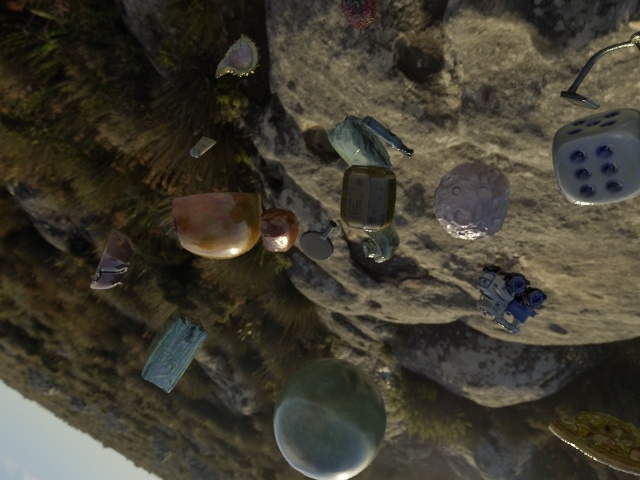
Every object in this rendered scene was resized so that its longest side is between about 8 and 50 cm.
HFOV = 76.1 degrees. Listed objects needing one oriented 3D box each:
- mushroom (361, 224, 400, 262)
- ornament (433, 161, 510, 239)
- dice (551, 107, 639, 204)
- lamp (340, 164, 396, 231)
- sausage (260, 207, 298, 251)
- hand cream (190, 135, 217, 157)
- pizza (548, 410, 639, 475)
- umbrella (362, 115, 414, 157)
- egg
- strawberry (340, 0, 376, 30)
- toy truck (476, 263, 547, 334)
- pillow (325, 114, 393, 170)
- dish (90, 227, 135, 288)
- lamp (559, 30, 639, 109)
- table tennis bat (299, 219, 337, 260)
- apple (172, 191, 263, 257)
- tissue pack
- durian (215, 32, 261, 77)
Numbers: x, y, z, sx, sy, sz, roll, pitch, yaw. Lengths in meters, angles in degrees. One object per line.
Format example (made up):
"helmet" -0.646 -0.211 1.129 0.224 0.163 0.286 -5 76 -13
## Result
"mushroom" 0.332 0.009 2.134 0.164 0.190 0.267 40 149 51
"ornament" 0.489 -0.128 1.343 0.225 0.259 0.259 12 140 29
"dice" 0.721 -0.213 1.047 0.194 0.192 0.193 -6 118 43
"lamp" 0.138 -0.124 1.188 0.161 0.161 0.185 10 100 30
"sausage" -0.139 -0.031 1.371 0.133 0.133 0.258 32 161 2
"hand cream" -0.457 -0.367 1.593 0.061 0.143 0.039 20 130 -1
"pizza" 0.462 0.316 0.659 0.160 0.099 0.035 19 127 34
"umbrella" 0.271 -0.414 1.653 0.250 0.052 0.053 33 158 -17
"egg" 0.024 0.406 0.940 0.258 0.258 0.352 19 151 19
"strawberry" 0.150 -0.873 1.539 0.131 0.131 0.148 14 179 26
"toy truck" 0.621 0.197 1.385 0.213 0.177 0.161 36 -179 -16
"pillow" 0.171 -0.421 1.863 0.310 0.138 0.283 45 168 -21
"dish" -0.690 0.072 1.380 0.090 0.213 0.213 22 151 -25
"lamp" 1.020 -0.580 1.435 0.203 0.124 0.283 15 129 -28
"table tennis bat" 0.000 0.000 1.658 0.150 0.027 0.236 34 135 -3
"apple" -0.386 -0.079 1.600 0.309 0.252 0.314 -2 128 5
"tissue pack" -0.523 0.372 1.466 0.128 0.228 0.311 37 167 -16
"durian" -0.343 -0.718 1.640 0.078 0.224 0.140 31 157 51
